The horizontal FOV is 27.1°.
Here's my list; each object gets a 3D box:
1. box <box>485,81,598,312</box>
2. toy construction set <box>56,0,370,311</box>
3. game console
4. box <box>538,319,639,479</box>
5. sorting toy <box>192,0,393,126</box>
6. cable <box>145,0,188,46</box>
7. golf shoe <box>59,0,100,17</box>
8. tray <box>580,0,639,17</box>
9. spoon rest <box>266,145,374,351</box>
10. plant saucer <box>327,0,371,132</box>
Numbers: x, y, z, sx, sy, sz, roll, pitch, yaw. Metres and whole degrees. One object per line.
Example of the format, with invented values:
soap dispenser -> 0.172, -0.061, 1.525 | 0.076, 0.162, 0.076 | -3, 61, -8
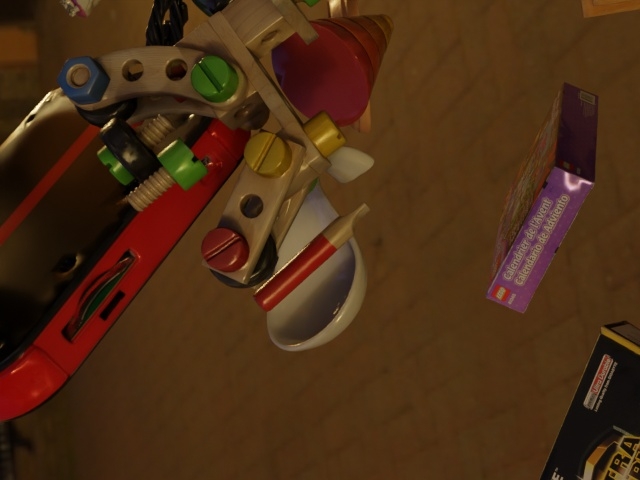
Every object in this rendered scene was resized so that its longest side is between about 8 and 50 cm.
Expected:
box -> 0.291, -0.062, 1.723 | 0.293, 0.057, 0.201 | -66, -1, -61
toy construction set -> -0.042, -0.097, 1.155 | 0.257, 0.237, 0.309 | 49, 180, 42
game console -> -0.272, -0.007, 1.297 | 0.342, 0.386, 0.060 | 7, 142, 47
box -> 0.396, 0.296, 1.573 | 0.257, 0.079, 0.322 | 31, 114, 31
sorting toy -> -0.052, -0.286, 1.373 | 0.365, 0.126, 0.127 | 46, 144, 4
cable -> -0.233, -0.346, 2.062 | 0.184, 0.047, 0.150 | -76, -2, -56
golf shoe -> -0.269, -0.348, 1.584 | 0.115, 0.140, 0.306 | 54, 170, -11
tray -> 0.539, -0.429, 1.746 | 0.076, 0.411, 0.203 | -75, -25, -65
spoon rest -> 0.000, 0.000, 1.415 | 0.137, 0.084, 0.276 | -32, 34, 35
plant saucer -> 0.036, -0.238, 1.742 | 0.200, 0.037, 0.200 | 174, 90, -89
